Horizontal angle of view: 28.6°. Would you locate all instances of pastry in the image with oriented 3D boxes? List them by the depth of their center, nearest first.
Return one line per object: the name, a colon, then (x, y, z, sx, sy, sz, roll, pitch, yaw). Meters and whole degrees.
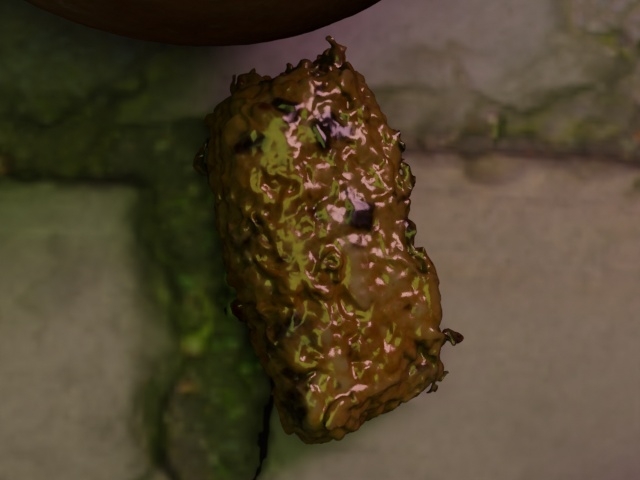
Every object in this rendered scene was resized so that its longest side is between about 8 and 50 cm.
pastry: (0.000, 0.000, 0.466, 0.080, 0.056, 0.140, -21, 83, -20)

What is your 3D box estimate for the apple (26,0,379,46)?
apple: (-0.042, -0.190, 0.383, 0.254, 0.253, 0.253, 1, 83, -7)
